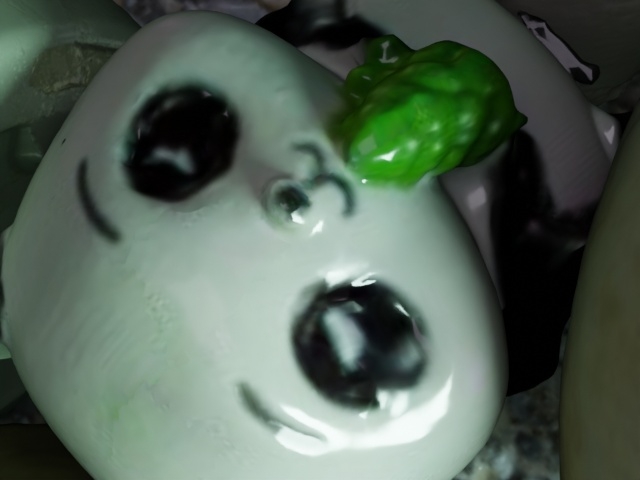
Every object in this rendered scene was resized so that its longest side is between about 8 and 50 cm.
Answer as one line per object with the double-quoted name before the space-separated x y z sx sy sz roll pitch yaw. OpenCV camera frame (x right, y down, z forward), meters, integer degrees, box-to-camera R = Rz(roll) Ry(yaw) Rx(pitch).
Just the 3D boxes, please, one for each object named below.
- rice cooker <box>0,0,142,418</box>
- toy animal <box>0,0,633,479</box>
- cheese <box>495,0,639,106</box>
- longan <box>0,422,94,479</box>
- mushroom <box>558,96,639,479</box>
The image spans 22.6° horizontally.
"rice cooker" -0.222 -0.043 0.744 0.277 0.288 0.288 40 87 19
"toy animal" 0.005 -0.005 0.649 0.212 0.267 0.212 15 119 28
"cheese" 0.113 -0.174 0.758 0.154 0.189 0.198 -12 76 8
"longan" -0.101 0.189 0.709 0.246 0.215 0.246 0 88 -13
"mushroom" 0.247 0.050 0.595 0.295 0.362 0.362 11 80 20
